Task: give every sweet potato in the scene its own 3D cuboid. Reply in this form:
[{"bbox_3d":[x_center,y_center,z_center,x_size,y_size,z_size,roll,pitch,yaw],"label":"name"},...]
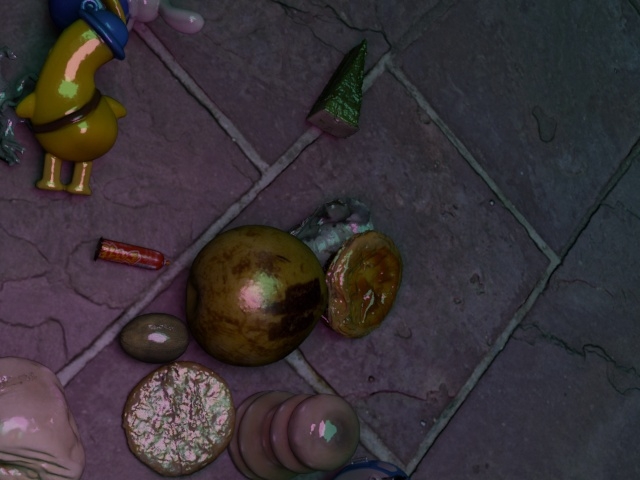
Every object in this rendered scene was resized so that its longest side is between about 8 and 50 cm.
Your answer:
[{"bbox_3d":[0.005,0.161,1.841,0.115,0.026,0.026,42,62,-7],"label":"sweet potato"}]

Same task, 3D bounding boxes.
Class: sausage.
[{"bbox_3d":[-0.361,0.032,1.669,0.145,0.048,0.050,15,76,-27],"label":"sausage"}]

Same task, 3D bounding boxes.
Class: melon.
[{"bbox_3d":[-0.311,0.184,1.625,0.131,0.098,0.098,5,75,-26],"label":"melon"}]

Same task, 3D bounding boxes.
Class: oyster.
[{"bbox_3d":[0.002,0.001,1.844,0.252,0.087,0.199,-51,128,-7],"label":"oyster"}]

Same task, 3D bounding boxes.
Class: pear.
[{"bbox_3d":[-0.122,0.106,1.651,0.284,0.284,0.283,7,74,-26],"label":"pear"}]

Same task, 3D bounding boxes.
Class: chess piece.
[{"bbox_3d":[-0.037,0.357,1.592,0.182,0.330,0.182,7,74,-25],"label":"chess piece"}]

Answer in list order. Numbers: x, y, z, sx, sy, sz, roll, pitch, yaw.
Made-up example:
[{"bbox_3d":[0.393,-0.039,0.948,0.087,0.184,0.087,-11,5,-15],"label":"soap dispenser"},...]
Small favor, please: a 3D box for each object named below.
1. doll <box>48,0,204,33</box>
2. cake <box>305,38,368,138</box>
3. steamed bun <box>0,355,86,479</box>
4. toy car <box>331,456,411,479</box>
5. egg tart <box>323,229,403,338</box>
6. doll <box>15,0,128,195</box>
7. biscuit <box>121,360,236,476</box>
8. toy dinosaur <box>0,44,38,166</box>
[{"bbox_3d":[-0.391,-0.452,1.705,0.311,0.159,0.242,29,34,11],"label":"doll"},{"bbox_3d":[0.041,-0.356,1.945,0.099,0.100,0.235,17,71,-24],"label":"cake"},{"bbox_3d":[-0.551,0.311,1.354,0.339,0.352,0.247,10,37,-22],"label":"steamed bun"},{"bbox_3d":[0.131,0.584,1.719,0.166,0.198,0.314,3,69,-62],"label":"toy car"},{"bbox_3d":[0.078,0.089,1.830,0.241,0.106,0.240,-19,117,-43],"label":"egg tart"},{"bbox_3d":[-0.452,-0.264,1.589,0.200,0.145,0.362,5,102,-31],"label":"doll"},{"bbox_3d":[-0.266,0.336,1.635,0.220,0.033,0.219,4,78,-17],"label":"biscuit"},{"bbox_3d":[-0.600,-0.330,1.606,0.129,0.076,0.382,-20,89,-13],"label":"toy dinosaur"}]
